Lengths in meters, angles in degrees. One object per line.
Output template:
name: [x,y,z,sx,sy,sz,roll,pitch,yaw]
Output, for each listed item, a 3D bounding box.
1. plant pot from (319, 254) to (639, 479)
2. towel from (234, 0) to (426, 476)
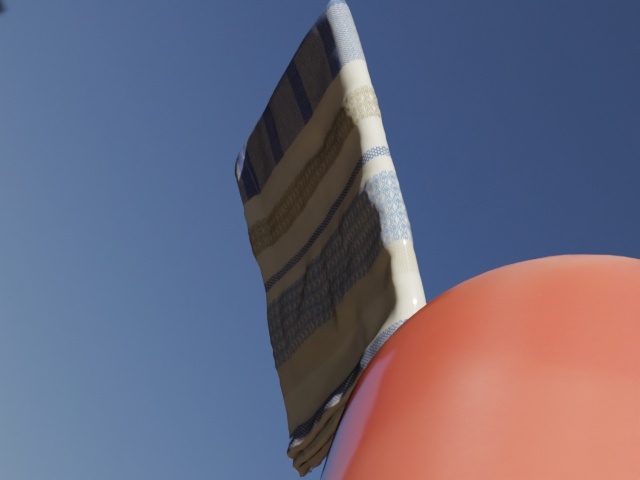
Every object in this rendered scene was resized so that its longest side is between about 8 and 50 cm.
plant pot: [0.102,0.165,0.502,0.243,0.275,0.275,-40,113,-71]
towel: [0.000,0.000,0.874,0.209,0.034,0.285,126,-41,-52]
